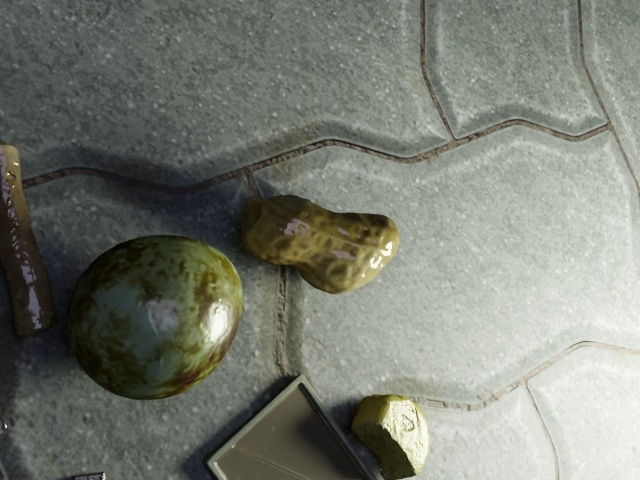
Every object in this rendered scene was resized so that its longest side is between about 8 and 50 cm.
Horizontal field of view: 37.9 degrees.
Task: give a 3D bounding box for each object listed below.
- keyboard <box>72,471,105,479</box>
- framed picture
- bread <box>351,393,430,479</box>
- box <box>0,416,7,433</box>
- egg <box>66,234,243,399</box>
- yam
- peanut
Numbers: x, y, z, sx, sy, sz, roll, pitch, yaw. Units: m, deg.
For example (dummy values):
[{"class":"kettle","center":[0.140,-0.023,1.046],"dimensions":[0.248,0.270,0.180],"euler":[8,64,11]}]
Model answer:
[{"class":"keyboard","center":[-0.335,0.408,1.367],"dimensions":[0.049,0.015,0.129],"euler":[-3,78,-27]},{"class":"framed picture","center":[-0.021,0.419,1.554],"dimensions":[0.240,0.020,0.324],"euler":[-40,98,-33]},{"class":"bread","center":[0.131,0.335,1.634],"dimensions":[0.125,0.086,0.156],"euler":[-42,103,-40]},{"class":"box","center":[-0.572,0.259,1.181],"dimensions":[0.188,0.153,0.252],"euler":[52,56,-10]},{"class":"egg","center":[-0.238,0.107,1.384],"dimensions":[0.238,0.238,0.289],"euler":[61,35,-3]},{"class":"yam","center":[-0.453,-0.006,1.384],"dimensions":[0.066,0.066,0.300],"euler":[-12,83,-34]},{"class":"peanut","center":[0.003,0.009,1.613],"dimensions":[0.291,0.143,0.159],"euler":[11,60,-26]}]
